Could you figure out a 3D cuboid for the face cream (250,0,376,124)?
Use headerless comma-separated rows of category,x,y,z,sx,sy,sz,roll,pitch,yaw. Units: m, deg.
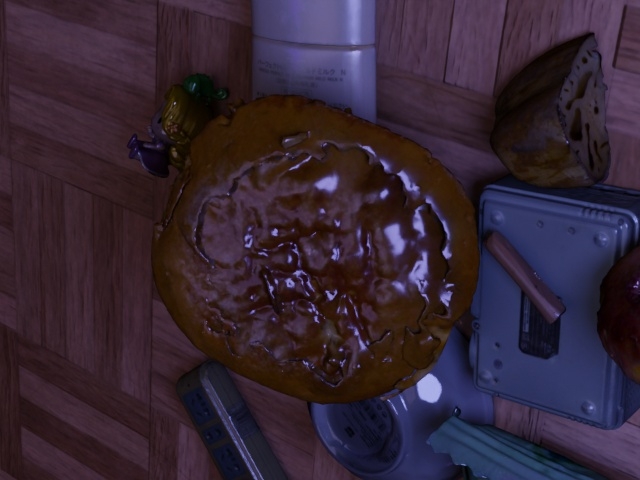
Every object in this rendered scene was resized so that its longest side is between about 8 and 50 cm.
face cream,-0.010,-0.167,1.387,0.173,0.081,0.349,11,114,29

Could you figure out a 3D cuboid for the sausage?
sausage,0.216,0.038,1.194,0.116,0.026,0.026,51,131,13

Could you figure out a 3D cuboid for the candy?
candy,0.264,0.395,1.341,0.262,0.172,0.398,23,133,35

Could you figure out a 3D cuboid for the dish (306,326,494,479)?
dish,0.075,0.209,1.444,0.303,0.120,0.303,15,117,33

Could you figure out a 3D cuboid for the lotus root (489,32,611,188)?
lotus root,0.238,-0.126,1.189,0.135,0.095,0.159,-23,75,43

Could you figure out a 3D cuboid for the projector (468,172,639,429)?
projector,0.264,0.066,1.246,0.192,0.099,0.257,14,115,36

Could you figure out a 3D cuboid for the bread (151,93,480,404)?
bread,0.002,0.002,1.286,0.358,0.204,0.337,27,112,3

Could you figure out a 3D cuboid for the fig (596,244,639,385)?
fig,0.399,0.093,1.101,0.257,0.159,0.159,25,132,-17

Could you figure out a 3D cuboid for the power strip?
power strip,-0.099,0.363,1.683,0.092,0.066,0.388,-34,85,44

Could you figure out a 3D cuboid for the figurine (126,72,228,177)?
figurine,-0.179,-0.156,1.543,0.156,0.115,0.095,-54,36,19
